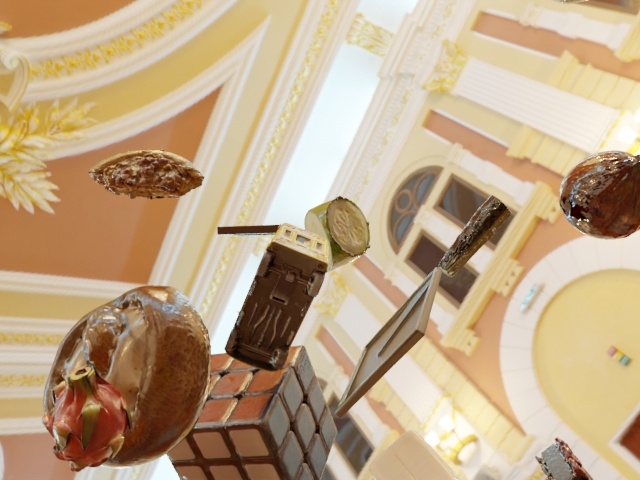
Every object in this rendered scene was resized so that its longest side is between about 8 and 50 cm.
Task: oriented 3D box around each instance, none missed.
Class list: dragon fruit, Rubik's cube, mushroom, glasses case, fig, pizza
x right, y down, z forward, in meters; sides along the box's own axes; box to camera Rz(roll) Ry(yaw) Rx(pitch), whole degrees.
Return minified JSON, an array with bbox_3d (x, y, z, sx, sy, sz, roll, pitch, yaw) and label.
[{"bbox_3d":[-0.245,0.182,0.574,0.081,0.086,0.116,-16,-74,-35],"label":"dragon fruit"},{"bbox_3d":[-0.167,0.475,1.369,0.304,0.305,0.301,-10,-67,24],"label":"Rubik's cube"},{"bbox_3d":[-0.253,0.179,0.742,0.253,0.253,0.153,-50,-36,5],"label":"mushroom"},{"bbox_3d":[0.194,0.379,0.648,0.076,0.144,0.336,-40,-72,-8],"label":"glasses case"},{"bbox_3d":[0.480,-0.084,0.915,0.149,0.148,0.202,-53,-30,-4],"label":"fig"},{"bbox_3d":[-0.382,-0.151,1.210,0.246,0.127,0.058,11,-23,1],"label":"pizza"}]

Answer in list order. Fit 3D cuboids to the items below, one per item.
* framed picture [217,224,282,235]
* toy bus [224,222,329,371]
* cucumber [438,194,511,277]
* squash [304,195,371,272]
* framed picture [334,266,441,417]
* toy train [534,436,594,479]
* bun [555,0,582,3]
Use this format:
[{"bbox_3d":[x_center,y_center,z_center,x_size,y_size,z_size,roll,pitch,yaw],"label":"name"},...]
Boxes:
[{"bbox_3d":[-0.164,-0.026,1.418,0.128,0.169,0.023,2,-93,-77],"label":"framed picture"},{"bbox_3d":[-0.098,0.133,1.222,0.144,0.152,0.330,22,-62,-6],"label":"toy bus"},{"bbox_3d":[0.352,-0.011,1.293,0.211,0.062,0.078,-48,-29,9],"label":"cucumber"},{"bbox_3d":[0.000,0.000,1.558,0.189,0.189,0.260,16,-28,-40],"label":"squash"},{"bbox_3d":[0.122,0.180,0.977,0.265,0.018,0.192,-56,0,37],"label":"framed picture"},{"bbox_3d":[0.337,0.321,0.728,0.050,0.087,0.138,-42,-7,8],"label":"toy train"},{"bbox_3d":[0.402,-0.465,0.810,0.133,0.231,0.231,4,-62,-26],"label":"bun"}]
